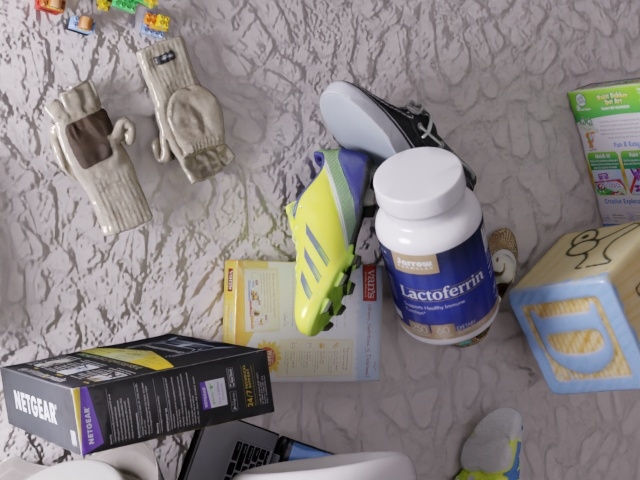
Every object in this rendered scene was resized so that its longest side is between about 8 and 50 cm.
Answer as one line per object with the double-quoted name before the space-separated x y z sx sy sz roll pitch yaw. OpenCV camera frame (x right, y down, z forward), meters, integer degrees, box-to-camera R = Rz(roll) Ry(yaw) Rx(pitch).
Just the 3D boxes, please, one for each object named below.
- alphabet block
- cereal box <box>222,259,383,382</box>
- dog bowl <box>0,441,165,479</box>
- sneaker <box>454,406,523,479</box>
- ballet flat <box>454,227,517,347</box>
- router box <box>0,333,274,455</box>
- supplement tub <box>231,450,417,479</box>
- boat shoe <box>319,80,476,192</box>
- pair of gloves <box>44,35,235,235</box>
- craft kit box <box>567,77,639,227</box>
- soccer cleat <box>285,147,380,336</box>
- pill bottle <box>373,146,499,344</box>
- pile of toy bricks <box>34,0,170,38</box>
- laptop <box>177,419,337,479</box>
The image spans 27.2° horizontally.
"alphabet block" 0.438 0.102 2.033 0.197 0.192 0.193 -39 111 -42
"cereal box" -0.023 0.116 1.890 0.240 0.047 0.173 3 88 -29
"dog bowl" -0.320 0.380 1.580 0.349 0.349 0.102 -45 124 -20
"sneaker" 0.270 0.380 2.044 0.126 0.091 0.240 29 84 -38
"ballet flat" 0.264 0.074 2.034 0.073 0.067 0.206 30 76 -24
"router box" -0.233 0.182 1.629 0.243 0.309 0.081 -9 94 -27
"supplement tub" 0.019 0.434 1.622 0.235 0.235 0.325 -5 85 -28
"boat shoe" 0.124 -0.148 1.931 0.306 0.113 0.105 39 67 -26
"pair of gloves" -0.241 -0.140 1.771 0.240 0.042 0.204 -34 103 -27
"craft kit box" 0.511 -0.131 2.063 0.061 0.250 0.246 -25 104 -26
"soccer cleat" 0.000 0.000 1.856 0.121 0.093 0.289 13 65 9
"pill bottle" 0.161 0.008 1.881 0.153 0.153 0.264 -36 131 -23
"pile of toy bricks" -0.262 -0.323 1.719 0.212 0.105 0.118 13 85 -28
"laptop" -0.045 0.464 1.772 0.408 0.236 0.382 40 67 -66
